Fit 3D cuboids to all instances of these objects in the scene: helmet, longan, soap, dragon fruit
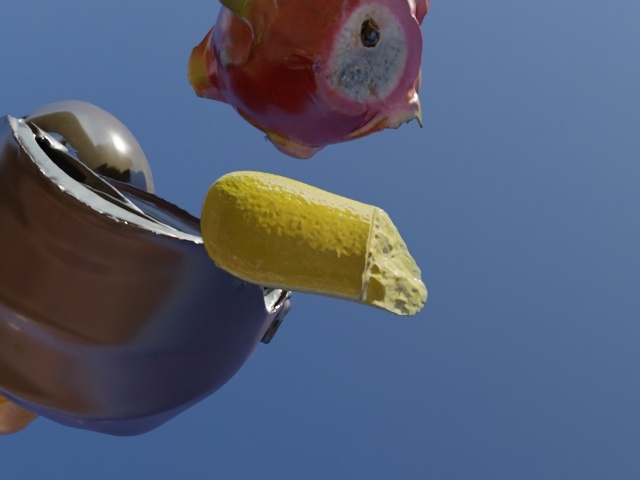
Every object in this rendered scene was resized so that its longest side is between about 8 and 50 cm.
[{"bbox_3d":[-0.173,0.045,0.927,0.271,0.338,0.197,28,-93,2],"label":"helmet"},{"bbox_3d":[-0.257,-0.034,1.157,0.198,0.198,0.213,14,-81,28],"label":"longan"},{"bbox_3d":[0.000,0.000,0.792,0.168,0.033,0.089,12,-120,-14],"label":"soap"},{"bbox_3d":[-0.007,-0.192,1.117,0.227,0.224,0.224,29,-94,47],"label":"dragon fruit"}]

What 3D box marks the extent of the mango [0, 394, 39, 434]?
[{"bbox_3d":[-0.424,0.147,1.397,0.102,0.141,0.217,-45,-102,8],"label":"mango"}]
